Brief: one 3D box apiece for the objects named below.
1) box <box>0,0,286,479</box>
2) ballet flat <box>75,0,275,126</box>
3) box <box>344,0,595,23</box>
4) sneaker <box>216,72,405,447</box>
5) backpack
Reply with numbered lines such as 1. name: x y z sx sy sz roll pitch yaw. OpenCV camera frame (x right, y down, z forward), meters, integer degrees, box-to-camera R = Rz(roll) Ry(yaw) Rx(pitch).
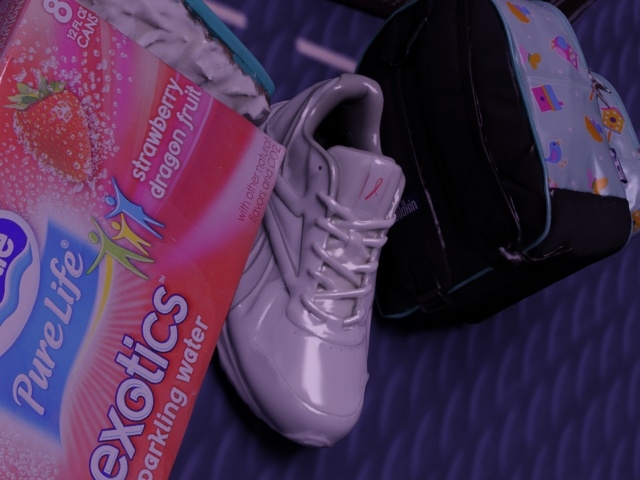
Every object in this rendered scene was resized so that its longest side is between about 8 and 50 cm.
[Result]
1. box: -0.151 0.055 0.761 0.154 0.142 0.300 35 57 -25
2. ballet flat: -0.195 -0.168 0.909 0.409 0.147 0.147 45 42 -32
3. box: 0.013 -0.277 1.142 0.381 0.143 0.191 13 56 -29
4. sneaker: 0.000 0.000 0.971 0.090 0.115 0.232 15 55 -30
5. backpack: 0.103 -0.058 1.050 0.144 0.166 0.188 -4 69 -40
